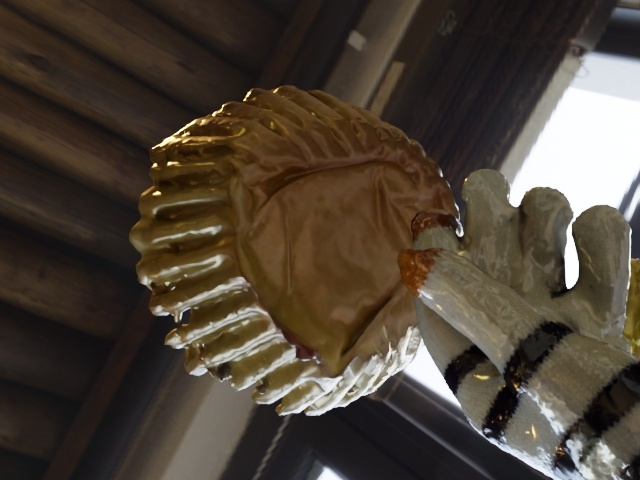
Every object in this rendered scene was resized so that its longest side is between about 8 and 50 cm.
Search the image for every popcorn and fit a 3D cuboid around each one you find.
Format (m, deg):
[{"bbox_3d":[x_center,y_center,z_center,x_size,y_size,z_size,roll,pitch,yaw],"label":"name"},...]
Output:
[{"bbox_3d":[0.199,0.055,0.606,0.084,0.084,0.084,-13,-65,-31],"label":"popcorn"}]

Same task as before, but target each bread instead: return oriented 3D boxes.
[{"bbox_3d":[0.000,0.000,0.693,0.274,0.149,0.273,11,-108,-34],"label":"bread"}]

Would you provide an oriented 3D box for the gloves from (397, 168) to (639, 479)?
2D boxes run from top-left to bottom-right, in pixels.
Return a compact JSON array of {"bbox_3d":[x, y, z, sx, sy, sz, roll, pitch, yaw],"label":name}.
[{"bbox_3d":[0.128,0.058,0.527,0.140,0.219,0.131,-20,-51,-27],"label":"gloves"}]
